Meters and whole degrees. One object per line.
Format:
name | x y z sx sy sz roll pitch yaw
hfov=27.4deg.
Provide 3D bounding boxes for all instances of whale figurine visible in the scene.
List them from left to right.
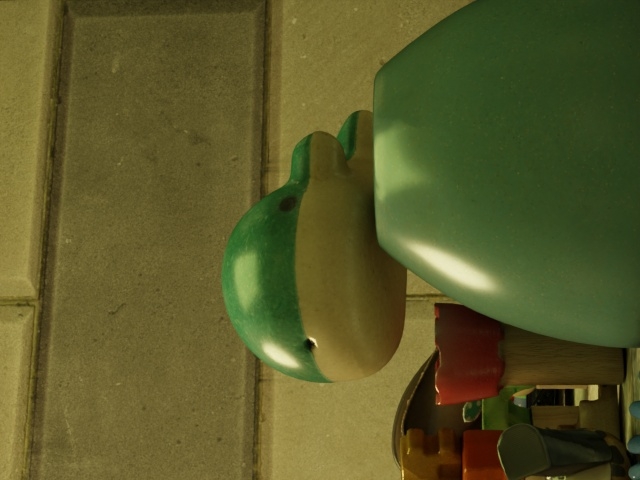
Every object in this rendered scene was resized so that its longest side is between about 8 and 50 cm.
whale figurine | 0.000 0.000 1.131 0.272 0.141 0.216 -74 -27 -49

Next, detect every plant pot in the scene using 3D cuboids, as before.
plant pot | 0.140 -0.063 0.994 0.290 0.195 0.290 -1 -90 -84

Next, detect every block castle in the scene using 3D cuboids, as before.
block castle | 0.158 0.212 1.252 0.303 0.213 0.453 -81 -10 -63

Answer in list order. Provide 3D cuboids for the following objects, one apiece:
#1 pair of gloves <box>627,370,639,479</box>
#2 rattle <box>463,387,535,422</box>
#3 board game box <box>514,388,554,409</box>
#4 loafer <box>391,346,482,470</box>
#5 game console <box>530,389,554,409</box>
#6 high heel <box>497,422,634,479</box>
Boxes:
pair of gloves | 0.215 0.177 0.824 0.159 0.023 0.198 58 -148 -80
rattle | 0.227 0.119 1.565 0.143 0.130 0.199 -94 3 -72
board game box | 0.263 0.239 1.659 0.136 0.035 0.201 -41 -46 -57
loafer | 0.209 0.179 1.874 0.130 0.134 0.366 100 -164 -65
game console | 0.282 0.198 1.514 0.107 0.071 0.122 -59 -11 -9
high heel | 0.208 0.261 0.952 0.186 0.093 0.261 19 -122 -56
